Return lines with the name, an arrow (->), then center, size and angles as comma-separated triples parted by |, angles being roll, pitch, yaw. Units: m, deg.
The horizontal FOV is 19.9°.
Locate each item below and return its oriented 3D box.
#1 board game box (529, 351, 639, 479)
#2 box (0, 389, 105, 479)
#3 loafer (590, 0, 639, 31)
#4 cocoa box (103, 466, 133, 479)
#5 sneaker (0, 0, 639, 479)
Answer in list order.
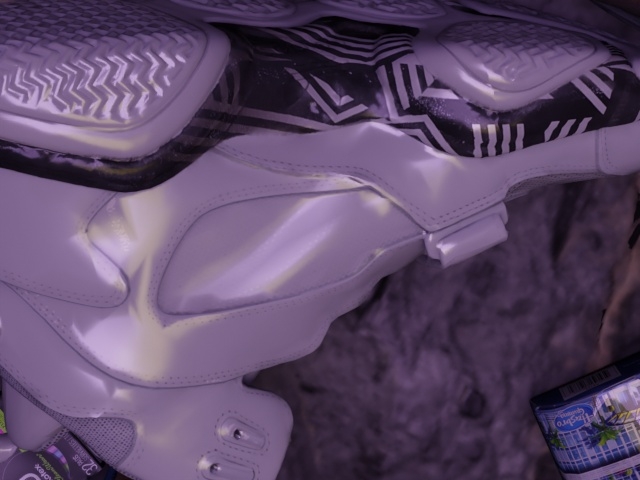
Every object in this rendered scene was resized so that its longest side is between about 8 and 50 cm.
board game box -> 0.231, 0.132, 0.898 | 0.194, 0.060, 0.194 | -24, 96, 4
box -> -0.154, 0.111, 0.904 | 0.083, 0.052, 0.062 | -40, 94, 7
loafer -> 0.089, -0.167, 0.816 | 0.302, 0.095, 0.109 | 22, 90, 9
cocoa box -> -0.064, 0.306, 0.842 | 0.231, 0.228, 0.347 | 23, 98, -3
sneaker -> 0.000, 0.000, 0.833 | 0.365, 0.137, 0.210 | -2, 109, -19
